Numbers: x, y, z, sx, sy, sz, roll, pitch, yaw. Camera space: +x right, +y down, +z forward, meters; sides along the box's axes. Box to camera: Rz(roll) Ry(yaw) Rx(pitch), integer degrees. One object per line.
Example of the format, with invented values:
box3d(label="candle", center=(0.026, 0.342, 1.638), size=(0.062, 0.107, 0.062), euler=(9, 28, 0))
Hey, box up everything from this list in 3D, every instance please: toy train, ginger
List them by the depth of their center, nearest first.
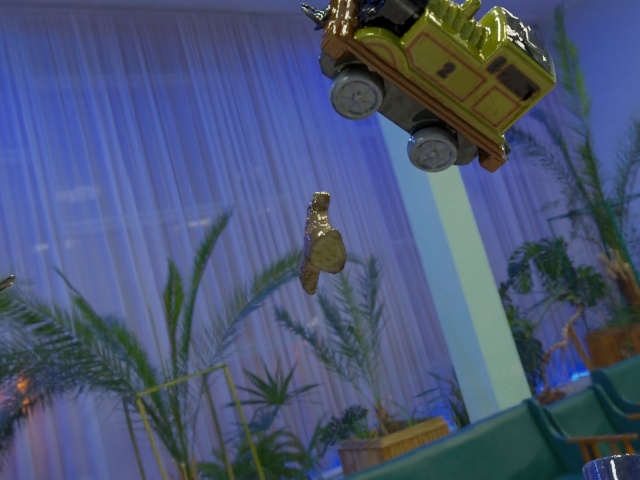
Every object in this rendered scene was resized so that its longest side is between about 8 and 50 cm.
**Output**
box3d(label="toy train", center=(0.088, -0.137, 0.504), size=(0.219, 0.089, 0.127), euler=(31, -48, -20))
box3d(label="ginger", center=(0.000, 0.001, 0.580), size=(0.048, 0.097, 0.030), euler=(-1, -12, 45))

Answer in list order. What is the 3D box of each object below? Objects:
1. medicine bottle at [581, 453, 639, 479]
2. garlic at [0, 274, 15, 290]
box3d(label="medicine bottle", center=(0.238, 0.272, 0.447), size=(0.059, 0.231, 0.059), euler=(0, -36, 0))
box3d(label="garlic", center=(-0.312, 0.026, 0.353), size=(0.256, 0.207, 0.207), euler=(33, -39, -33))
